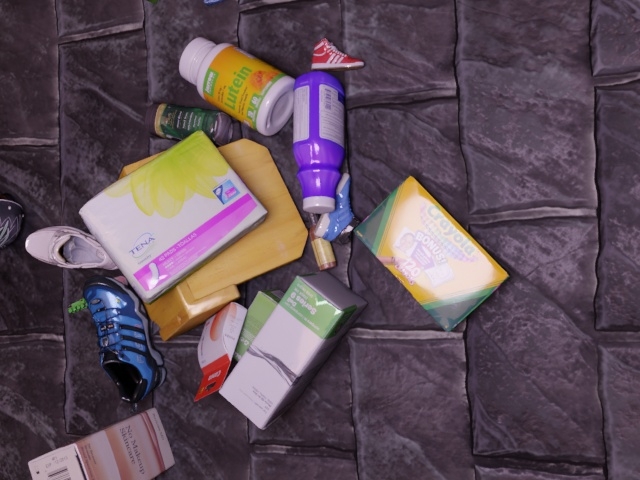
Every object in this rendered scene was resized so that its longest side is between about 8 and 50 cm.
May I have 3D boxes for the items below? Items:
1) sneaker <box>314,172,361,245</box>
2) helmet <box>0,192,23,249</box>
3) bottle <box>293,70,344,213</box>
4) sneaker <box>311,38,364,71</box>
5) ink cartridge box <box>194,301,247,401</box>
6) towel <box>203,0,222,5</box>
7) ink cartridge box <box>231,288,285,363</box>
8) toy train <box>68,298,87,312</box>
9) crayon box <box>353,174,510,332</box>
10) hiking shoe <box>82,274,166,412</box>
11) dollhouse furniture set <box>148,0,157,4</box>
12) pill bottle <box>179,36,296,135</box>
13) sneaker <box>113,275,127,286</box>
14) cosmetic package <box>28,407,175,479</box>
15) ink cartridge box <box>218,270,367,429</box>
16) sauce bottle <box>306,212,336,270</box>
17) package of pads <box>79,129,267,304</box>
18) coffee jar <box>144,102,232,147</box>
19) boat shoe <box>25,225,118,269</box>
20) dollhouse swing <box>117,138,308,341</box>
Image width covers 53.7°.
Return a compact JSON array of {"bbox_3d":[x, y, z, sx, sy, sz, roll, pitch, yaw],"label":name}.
[{"bbox_3d":[0.053,-0.063,1.345,0.084,0.058,0.152,25,74,-9],"label":"sneaker"},{"bbox_3d":[-0.819,-0.050,1.552,0.161,0.169,0.169,43,102,29],"label":"helmet"},{"bbox_3d":[-0.003,-0.199,1.307,0.092,0.118,0.283,-7,77,32],"label":"bottle"},{"bbox_3d":[0.037,-0.399,1.357,0.118,0.042,0.067,4,94,19],"label":"sneaker"},{"bbox_3d":[-0.223,0.231,1.310,0.045,0.179,0.145,31,144,-18],"label":"ink cartridge box"},{"bbox_3d":[-0.218,-0.585,1.443,0.119,0.029,0.067,-14,85,17],"label":"towel"},{"bbox_3d":[-0.141,0.207,1.370,0.062,0.109,0.209,35,99,15],"label":"ink cartridge box"},{"bbox_3d":[-0.586,0.156,1.554,0.083,0.017,0.024,-20,74,16],"label":"toy train"},{"bbox_3d":[0.223,0.025,1.276,0.165,0.081,0.278,-45,78,12],"label":"crayon box"},{"bbox_3d":[-0.446,0.220,1.415,0.113,0.132,0.304,-23,101,15],"label":"hiking shoe"},{"bbox_3d":[-0.384,-0.638,1.478,0.076,0.058,0.152,30,98,15],"label":"dollhouse furniture set"},{"bbox_3d":[-0.181,-0.342,1.373,0.245,0.136,0.136,32,98,15],"label":"pill bottle"},{"bbox_3d":[-0.497,0.153,1.500,0.051,0.070,0.134,8,93,15],"label":"sneaker"},{"bbox_3d":[-0.460,0.482,1.368,0.129,0.296,0.153,-25,84,14],"label":"cosmetic package"},{"bbox_3d":[-0.051,0.215,1.289,0.121,0.211,0.289,37,99,13],"label":"ink cartridge box"},{"bbox_3d":[0.000,0.000,1.364,0.042,0.042,0.128,-16,86,16],"label":"sauce bottle"},{"bbox_3d":[-0.289,-0.052,1.247,0.296,0.101,0.229,-38,86,-15],"label":"package of pads"},{"bbox_3d":[-0.299,-0.262,1.429,0.184,0.096,0.079,10,89,16],"label":"coffee jar"},{"bbox_3d":[-0.606,0.017,1.519,0.277,0.096,0.098,5,91,17],"label":"boat shoe"},{"bbox_3d":[-0.255,-0.014,1.434,0.347,0.305,0.315,63,146,8],"label":"dollhouse swing"}]
